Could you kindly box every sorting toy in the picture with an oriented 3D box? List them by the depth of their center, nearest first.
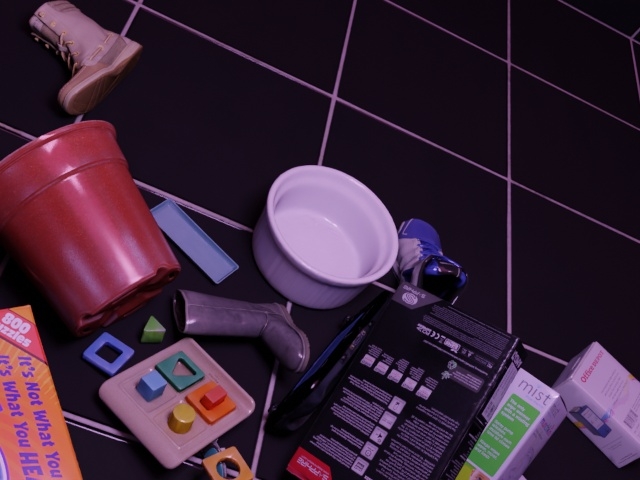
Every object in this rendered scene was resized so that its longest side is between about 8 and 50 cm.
[{"bbox_3d":[-0.222,0.248,1.359,0.347,0.047,0.196,41,41,18],"label":"sorting toy"}]

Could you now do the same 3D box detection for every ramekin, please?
[{"bbox_3d":[0.000,0.000,1.663,0.277,0.135,0.277,17,49,-20],"label":"ramekin"}]

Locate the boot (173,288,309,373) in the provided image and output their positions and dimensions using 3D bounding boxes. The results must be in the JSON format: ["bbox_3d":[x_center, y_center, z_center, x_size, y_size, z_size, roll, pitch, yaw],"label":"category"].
[{"bbox_3d":[-0.139,0.154,1.470,0.208,0.076,0.189,16,18,-34],"label":"boot"}]

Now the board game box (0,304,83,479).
[{"bbox_3d":[-0.490,0.336,0.956,0.356,0.356,0.356,-8,60,-35],"label":"board game box"}]

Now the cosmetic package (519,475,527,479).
[{"bbox_3d":[0.353,0.605,1.413,0.284,0.097,0.377,-30,70,-39],"label":"cosmetic package"}]

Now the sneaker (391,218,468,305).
[{"bbox_3d":[0.226,0.070,1.709,0.127,0.182,0.315,24,47,-14],"label":"sneaker"}]

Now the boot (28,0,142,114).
[{"bbox_3d":[-0.498,-0.370,1.684,0.203,0.095,0.262,34,44,-4],"label":"boot"}]

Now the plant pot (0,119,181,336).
[{"bbox_3d":[-0.379,-0.006,1.375,0.272,0.272,0.265,-30,82,-42],"label":"plant pot"}]

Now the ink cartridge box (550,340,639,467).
[{"bbox_3d":[0.603,0.341,1.782,0.212,0.093,0.154,46,45,6],"label":"ink cartridge box"}]

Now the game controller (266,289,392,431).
[{"bbox_3d":[0.022,0.206,1.490,0.067,0.166,0.319,37,45,7],"label":"game controller"}]

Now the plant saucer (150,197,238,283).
[{"bbox_3d":[-0.242,0.003,1.599,0.192,0.018,0.067,44,46,7],"label":"plant saucer"}]

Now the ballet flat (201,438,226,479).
[{"bbox_3d":[-0.174,0.334,1.368,0.041,0.041,0.114,-19,68,-39],"label":"ballet flat"}]

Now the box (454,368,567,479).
[{"bbox_3d":[0.244,0.294,1.451,0.262,0.127,0.231,36,83,33],"label":"box"}]

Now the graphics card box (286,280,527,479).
[{"bbox_3d":[0.141,0.274,1.373,0.233,0.094,0.371,25,78,32],"label":"graphics card box"}]
